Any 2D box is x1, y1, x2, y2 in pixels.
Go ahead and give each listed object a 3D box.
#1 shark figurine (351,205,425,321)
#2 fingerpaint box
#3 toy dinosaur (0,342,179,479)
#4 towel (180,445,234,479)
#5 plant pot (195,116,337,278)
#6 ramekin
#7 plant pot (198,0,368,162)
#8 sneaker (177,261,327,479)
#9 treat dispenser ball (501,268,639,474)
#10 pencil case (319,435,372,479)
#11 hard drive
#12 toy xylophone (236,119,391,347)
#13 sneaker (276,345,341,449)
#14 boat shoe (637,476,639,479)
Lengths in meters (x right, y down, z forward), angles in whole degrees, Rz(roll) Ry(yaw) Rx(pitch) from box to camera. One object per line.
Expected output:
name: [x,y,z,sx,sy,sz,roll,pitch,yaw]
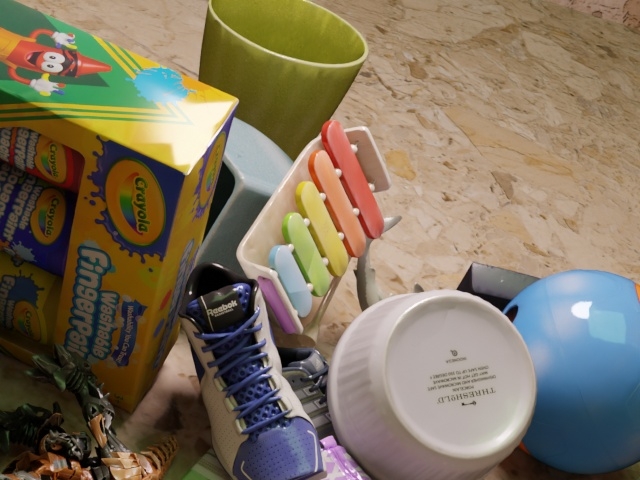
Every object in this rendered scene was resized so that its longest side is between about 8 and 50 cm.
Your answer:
shark figurine: [0.082,0.095,2.146,0.166,0.278,0.116,-43,23,-30]
fingerpaint box: [-0.333,-0.040,1.757,0.371,0.445,0.163,24,45,5]
toy dinosaur: [-0.281,0.260,1.651,0.218,0.164,0.322,52,4,20]
towel: [-0.098,0.297,1.800,0.113,0.023,0.152,27,32,15]
plant pot: [-0.123,-0.029,2.122,0.252,0.248,0.247,15,26,-40]
ramekin: [0.153,0.186,1.834,0.272,0.127,0.273,7,69,-19]
plant pot: [-0.095,-0.233,2.408,0.274,0.294,0.275,16,29,-9]
sneaker: [-0.106,0.152,1.754,0.127,0.182,0.315,-22,60,-5]
treat dispenser ball: [0.374,0.184,2.020,0.288,0.288,0.288,16,29,-9]
pencil case: [0.056,0.340,1.756,0.086,0.088,0.206,-20,47,-37]
hard drive: [0.324,0.130,2.213,0.254,0.172,0.054,17,48,-8]
toy xylophone: [0.000,0.000,1.966,0.081,0.236,0.323,2,52,34]
sneaker: [-0.009,0.215,1.887,0.300,0.121,0.111,25,29,6]
boat shoe: [0.473,0.398,1.867,0.186,0.156,0.500,27,28,15]
